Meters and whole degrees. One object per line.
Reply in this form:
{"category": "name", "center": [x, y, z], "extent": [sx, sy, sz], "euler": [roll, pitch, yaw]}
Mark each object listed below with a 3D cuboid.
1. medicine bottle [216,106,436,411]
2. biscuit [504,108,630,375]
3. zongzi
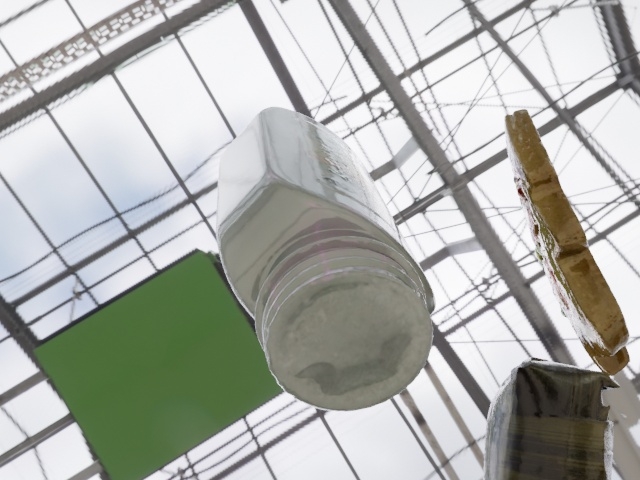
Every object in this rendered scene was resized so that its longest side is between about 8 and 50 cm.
{"category": "medicine bottle", "center": [0.000, 0.000, 0.576], "extent": [0.179, 0.324, 0.124], "euler": [40, -74, -21]}
{"category": "biscuit", "center": [0.204, 0.001, 0.591], "extent": [0.041, 0.212, 0.238], "euler": [-23, -94, 16]}
{"category": "zongzi", "center": [0.251, 0.295, 0.832], "extent": [0.134, 0.288, 0.285], "euler": [12, -104, 5]}
